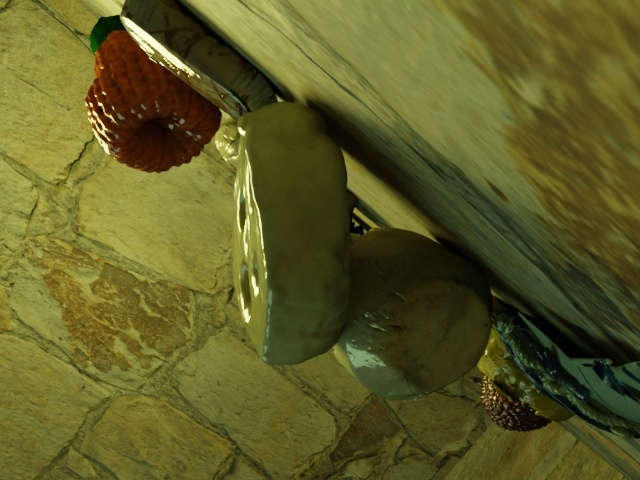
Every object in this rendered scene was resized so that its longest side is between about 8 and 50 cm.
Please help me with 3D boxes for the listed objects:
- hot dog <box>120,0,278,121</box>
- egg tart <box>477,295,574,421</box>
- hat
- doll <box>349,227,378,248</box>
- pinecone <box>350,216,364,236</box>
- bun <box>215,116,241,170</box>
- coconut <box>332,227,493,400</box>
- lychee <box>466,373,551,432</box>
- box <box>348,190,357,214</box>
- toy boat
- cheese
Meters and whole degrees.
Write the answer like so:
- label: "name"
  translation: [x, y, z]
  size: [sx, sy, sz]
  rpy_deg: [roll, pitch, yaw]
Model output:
- label: "hot dog"
  translation: [-0.159, -0.244, 0.803]
  size: [0.252, 0.069, 0.131]
  rpy_deg: [38, 170, 5]
- label: "egg tart"
  translation: [0.309, 0.192, 0.946]
  size: [0.291, 0.107, 0.291]
  rpy_deg: [40, 179, 1]
- label: "hat"
  translation: [-0.382, -0.367, 1.306]
  size: [0.285, 0.285, 0.400]
  rpy_deg: [42, -154, -69]
- label: "doll"
  translation: [0.073, 0.031, 1.349]
  size: [0.242, 0.160, 0.311]
  rpy_deg: [6, 155, -1]
- label: "pinecone"
  translation: [-0.002, 0.011, 1.565]
  size: [0.257, 0.243, 0.243]
  rpy_deg: [23, -173, -23]
- label: "bun"
  translation: [-0.188, -0.228, 1.484]
  size: [0.166, 0.113, 0.173]
  rpy_deg: [41, -178, 6]
- label: "coconut"
  translation: [0.108, 0.097, 0.837]
  size: [0.227, 0.227, 0.230]
  rpy_deg: [41, 176, -22]
- label: "lychee"
  translation: [0.413, 0.325, 1.287]
  size: [0.197, 0.165, 0.165]
  rpy_deg: [6, 156, 39]
- label: "box"
  translation: [-0.028, -0.110, 1.254]
  size: [0.215, 0.086, 0.215]
  rpy_deg: [41, 180, 2]
- label: "toy boat"
  translation: [0.285, 0.139, 0.688]
  size: [0.210, 0.070, 0.291]
  rpy_deg: [35, 173, 33]
- label: "cheese"
  translation: [-0.049, -0.009, 0.765]
  size: [0.115, 0.318, 0.326]
  rpy_deg: [-5, -174, -16]
